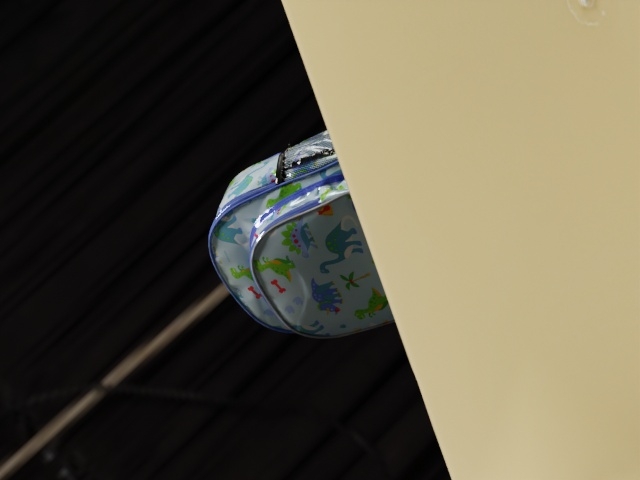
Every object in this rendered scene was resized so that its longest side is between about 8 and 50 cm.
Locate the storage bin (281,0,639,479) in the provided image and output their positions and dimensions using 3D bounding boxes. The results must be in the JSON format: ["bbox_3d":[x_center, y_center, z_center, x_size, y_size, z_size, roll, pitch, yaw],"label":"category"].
[{"bbox_3d":[0.105,-0.071,0.416,0.260,0.123,0.262,-21,87,58],"label":"storage bin"}]

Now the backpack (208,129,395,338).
[{"bbox_3d":[0.000,0.000,0.919,0.105,0.114,0.084,60,-156,-25],"label":"backpack"}]
